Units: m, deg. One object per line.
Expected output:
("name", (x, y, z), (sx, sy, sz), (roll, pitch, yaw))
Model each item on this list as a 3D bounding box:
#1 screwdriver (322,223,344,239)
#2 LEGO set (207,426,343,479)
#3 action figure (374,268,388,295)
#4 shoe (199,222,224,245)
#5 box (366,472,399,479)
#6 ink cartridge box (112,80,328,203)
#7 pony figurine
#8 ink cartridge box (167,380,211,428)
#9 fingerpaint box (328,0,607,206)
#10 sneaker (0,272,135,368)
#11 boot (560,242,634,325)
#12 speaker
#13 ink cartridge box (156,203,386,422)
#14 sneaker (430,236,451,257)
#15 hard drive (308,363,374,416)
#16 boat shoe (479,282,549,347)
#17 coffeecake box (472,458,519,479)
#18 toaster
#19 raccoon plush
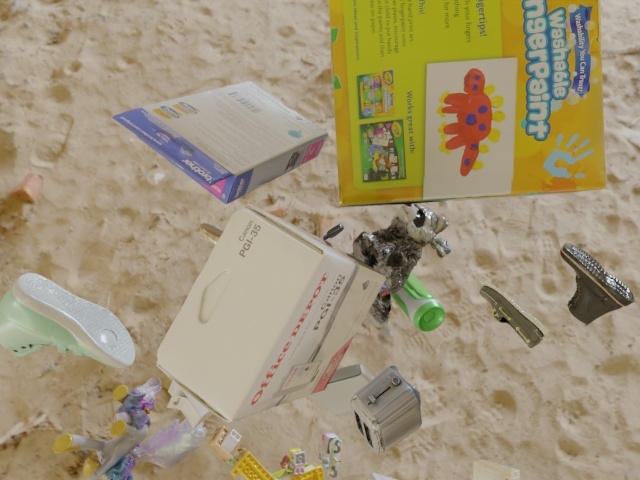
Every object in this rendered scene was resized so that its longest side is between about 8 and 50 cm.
("screwdriver", (0.000, 0.000, 1.293), (0.024, 0.169, 0.025), (44, 42, -17))
("LEGO set", (-0.100, 0.432, 0.941), (0.286, 0.107, 0.132), (17, 77, -28))
("action figure", (0.141, 0.102, 1.191), (0.030, 0.115, 0.038), (-27, 55, 0))
("shoe", (-0.360, 0.004, 1.827), (0.218, 0.076, 0.058), (25, 105, 8))
("box", (0.109, 0.395, 0.618), (0.130, 0.170, 0.091), (-57, 30, 4))
("ink cartridge box", (-0.142, -0.161, 0.761), (0.185, 0.065, 0.311), (36, 36, 12))
("pony figurine", (-0.567, 0.582, 1.451), (0.302, 0.364, 0.351), (32, 57, 24))
("ink cartridge box", (-0.217, 0.283, 0.927), (0.143, 0.092, 0.090), (-30, 73, -36))
("fingerpaint box", (0.211, -0.283, 0.745), (0.370, 0.163, 0.445), (-3, 92, 17))
("sneaker", (-0.490, 0.184, 0.921), (0.256, 0.151, 0.094), (42, 20, -21))
("boot", (0.628, 0.114, 1.177), (0.198, 0.137, 0.077), (46, 42, 10))
("speaker", (0.330, 0.200, 1.767), (0.131, 0.131, 0.296), (-17, 33, -12))
("ink cartridge box", (-0.040, 0.095, 0.620), (0.117, 0.283, 0.207), (30, 92, 22))
("sneaker", (0.478, 0.013, 1.938), (0.058, 0.052, 0.135), (-22, 47, -3))
("hard drive", (0.098, 0.550, 1.749), (0.232, 0.353, 0.047), (-19, 51, 14))
("boat shoe", (0.713, 0.280, 1.839), (0.091, 0.109, 0.305), (-44, 50, 0))
("coffeecake box", (0.600, 0.869, 1.661), (0.068, 0.142, 0.186), (16, 76, -40))
("toaster", (0.167, 0.436, 1.226), (0.146, 0.227, 0.129), (-29, 45, -17))
("raccoon plush", (0.278, 0.065, 1.713), (0.299, 0.447, 0.216), (-28, 54, -26))
